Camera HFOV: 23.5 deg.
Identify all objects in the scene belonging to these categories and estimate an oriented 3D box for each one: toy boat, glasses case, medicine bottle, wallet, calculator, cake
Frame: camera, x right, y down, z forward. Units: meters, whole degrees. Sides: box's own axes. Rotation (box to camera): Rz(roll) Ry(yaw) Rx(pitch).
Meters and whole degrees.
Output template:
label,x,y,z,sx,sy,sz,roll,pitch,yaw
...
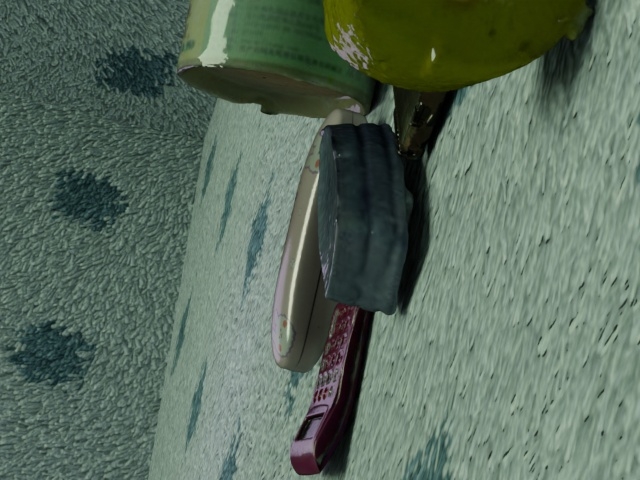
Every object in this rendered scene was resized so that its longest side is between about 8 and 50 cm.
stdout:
label,x,y,z,sx,sy,sz,roll,pitch,yaw
toy boat,0.041,-0.038,1.491,0.283,0.078,0.127,-96,11,-61
glasses case,0.000,0.000,1.709,0.113,0.075,0.296,178,106,-82
medicine bottle,-0.018,-0.365,1.813,0.236,0.236,0.406,157,124,-79
wallet,0.124,-0.240,1.394,0.169,0.044,0.317,-92,16,-46
calculator,0.015,0.146,1.564,0.126,0.034,0.190,137,150,-76
cake,0.106,-0.232,1.079,0.156,0.179,0.260,-179,98,-81
